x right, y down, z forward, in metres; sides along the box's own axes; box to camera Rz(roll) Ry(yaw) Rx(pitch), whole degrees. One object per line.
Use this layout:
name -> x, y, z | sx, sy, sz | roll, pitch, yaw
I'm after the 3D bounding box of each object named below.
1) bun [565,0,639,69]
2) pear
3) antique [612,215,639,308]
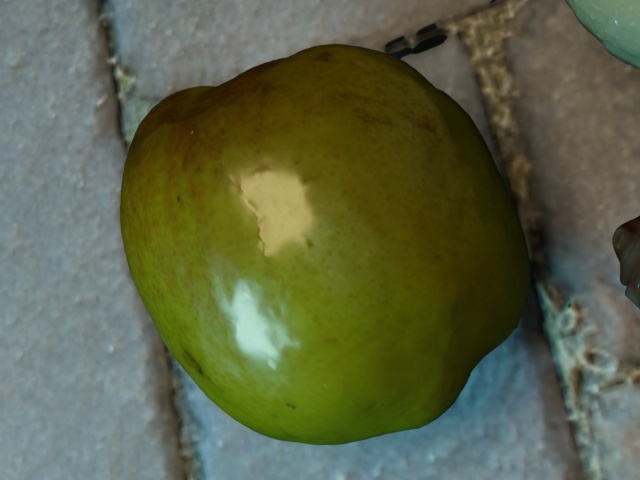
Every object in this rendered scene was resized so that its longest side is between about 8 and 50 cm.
bun -> 0.203, -0.177, 0.809 | 0.212, 0.126, 0.204 | -51, 61, 16
pear -> 0.000, 0.000, 0.839 | 0.200, 0.200, 0.200 | -7, 75, 26
antique -> 0.258, -0.011, 0.745 | 0.256, 0.121, 0.143 | -18, 63, 23
